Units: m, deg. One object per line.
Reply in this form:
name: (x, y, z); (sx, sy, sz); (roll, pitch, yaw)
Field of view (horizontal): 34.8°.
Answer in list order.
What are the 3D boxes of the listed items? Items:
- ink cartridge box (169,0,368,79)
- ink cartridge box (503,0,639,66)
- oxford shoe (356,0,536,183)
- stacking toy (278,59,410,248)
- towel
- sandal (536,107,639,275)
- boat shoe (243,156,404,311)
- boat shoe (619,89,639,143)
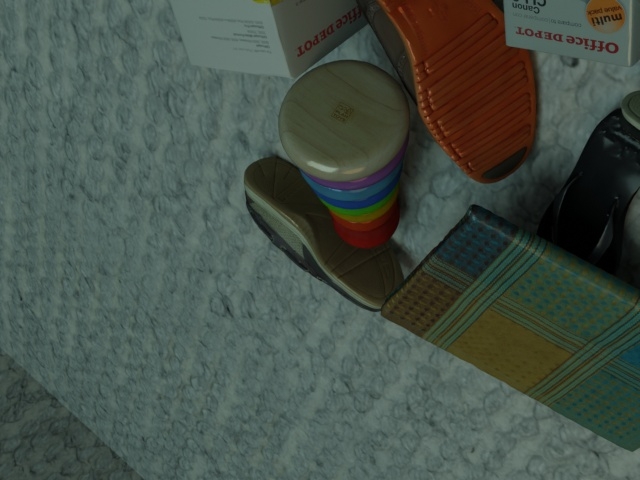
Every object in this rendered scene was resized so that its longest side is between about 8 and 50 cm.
ink cartridge box: (-0.066, -0.321, 1.117); (0.168, 0.171, 0.233); (15, 133, 39)
ink cartridge box: (0.240, -0.261, 0.883); (0.128, 0.127, 0.176); (19, 137, 35)
oxford shoe: (0.123, -0.224, 1.088); (0.364, 0.130, 0.133); (60, 177, -28)
stacking toy: (0.047, -0.075, 1.217); (0.141, 0.141, 0.330); (34, 168, 20)
towel: (0.279, 0.109, 1.177); (0.370, 0.040, 0.271); (29, 145, -5)
sandal: (0.285, -0.027, 1.096); (0.097, 0.054, 0.255); (29, 134, 23)
boat shoe: (0.000, 0.000, 1.426); (0.285, 0.103, 0.092); (41, 150, 17)
boat shoe: (0.380, -0.062, 0.963); (0.233, 0.084, 0.079); (33, 142, 16)
